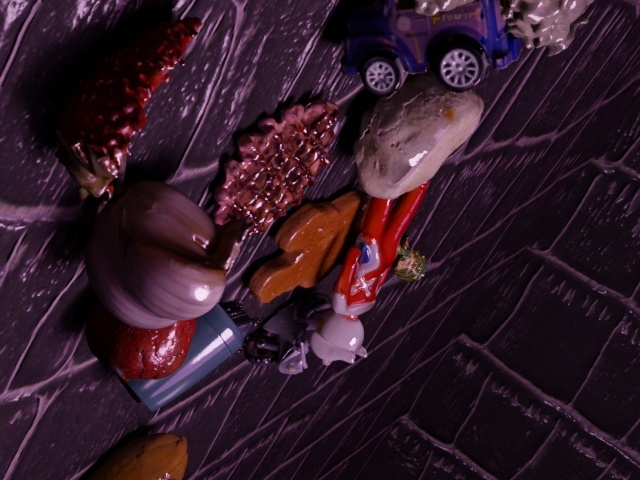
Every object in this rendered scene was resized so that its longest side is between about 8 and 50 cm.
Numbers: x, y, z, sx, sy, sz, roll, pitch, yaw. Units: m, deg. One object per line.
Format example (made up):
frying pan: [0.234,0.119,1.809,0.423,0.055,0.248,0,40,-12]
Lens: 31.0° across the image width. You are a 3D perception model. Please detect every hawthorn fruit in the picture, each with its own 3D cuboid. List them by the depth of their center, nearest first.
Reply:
hawthorn fruit: [-0.231,0.103,1.540,0.172,0.148,0.148,-65,159,12]

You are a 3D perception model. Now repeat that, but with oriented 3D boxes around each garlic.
garlic: [-0.172,-0.021,1.375,0.207,0.207,0.257,-24,127,-51]

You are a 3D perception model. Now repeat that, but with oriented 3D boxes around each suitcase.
suitcase: [-0.168,0.152,1.909,0.126,0.059,0.086,-16,142,-59]

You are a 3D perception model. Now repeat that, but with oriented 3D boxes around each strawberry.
strawberry: [-0.209,-0.147,1.189,0.167,0.087,0.208,-40,-156,61]

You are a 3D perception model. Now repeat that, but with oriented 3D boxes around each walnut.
walnut: [-0.330,0.424,2.005,0.245,0.137,0.137,-35,160,-9]

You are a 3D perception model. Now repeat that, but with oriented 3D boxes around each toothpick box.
toothpick box: [-0.218,0.166,1.731,0.184,0.120,0.120,-40,161,-13]

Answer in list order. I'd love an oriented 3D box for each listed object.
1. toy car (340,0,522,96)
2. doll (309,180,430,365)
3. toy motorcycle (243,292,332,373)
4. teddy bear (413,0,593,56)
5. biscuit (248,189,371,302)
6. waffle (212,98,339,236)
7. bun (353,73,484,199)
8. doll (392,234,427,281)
toy car: [0.139,-0.283,1.504,0.172,0.235,0.158,-54,138,-64]
doll: [0.079,0.057,2.042,0.188,0.099,0.384,-11,124,-59]
toy motorcycle: [-0.038,0.172,2.148,0.215,0.122,0.080,-36,143,-32]
teddy bear: [0.217,-0.373,1.316,0.357,0.224,0.367,-44,143,-15]
biscuit: [0.000,0.000,1.995,0.334,0.047,0.202,-18,143,-54]
waffle: [-0.068,-0.097,1.635,0.221,0.055,0.234,-30,150,-40]
bun: [0.139,-0.172,1.811,0.239,0.141,0.239,-43,168,-12]
doll: [0.171,0.036,2.480,0.113,0.076,0.078,40,65,-44]
